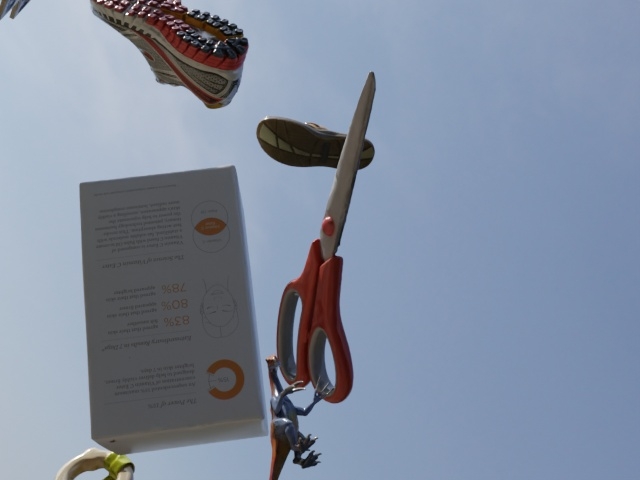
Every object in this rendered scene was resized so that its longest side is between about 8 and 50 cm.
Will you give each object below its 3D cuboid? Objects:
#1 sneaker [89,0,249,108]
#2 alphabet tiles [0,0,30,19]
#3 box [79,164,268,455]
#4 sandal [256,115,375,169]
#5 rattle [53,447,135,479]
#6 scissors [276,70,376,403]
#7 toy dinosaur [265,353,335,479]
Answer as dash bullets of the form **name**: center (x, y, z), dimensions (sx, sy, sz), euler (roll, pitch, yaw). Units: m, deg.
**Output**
- **sneaker**: center (-0.178, -0.218, 1.040), dimensions (0.225, 0.088, 0.093), euler (36, -43, 27)
- **alphabet tiles**: center (-0.384, -0.479, 1.403), dimensions (0.011, 0.285, 0.342), euler (35, -34, -11)
- **box**: center (-0.196, 0.096, 1.267), dimensions (0.215, 0.345, 0.168), euler (-7, -19, -3)
- **sandal**: center (-0.009, -0.145, 1.373), dimensions (0.180, 0.049, 0.072), euler (8, -55, -16)
- **rattle**: center (-0.371, 0.430, 1.462), dimensions (0.130, 0.200, 0.143), euler (22, -52, 6)
- **scissors**: center (0.000, 0.000, 0.778), dimensions (0.109, 0.021, 0.297), euler (32, -56, 53)
- **toy dinosaur**: center (-0.030, 0.125, 0.681), dimensions (0.082, 0.090, 0.047), euler (44, -12, 41)
